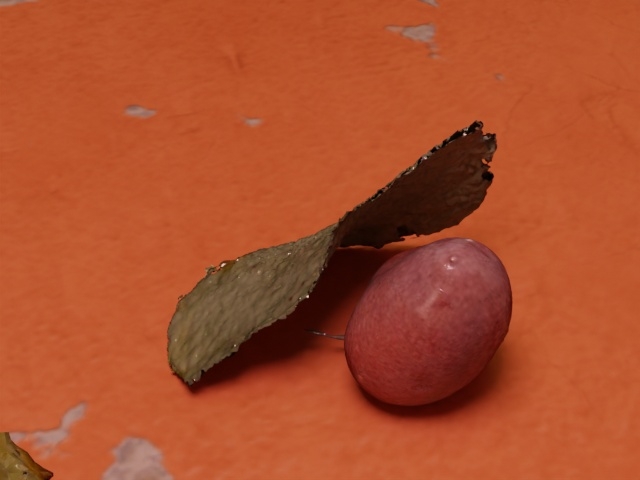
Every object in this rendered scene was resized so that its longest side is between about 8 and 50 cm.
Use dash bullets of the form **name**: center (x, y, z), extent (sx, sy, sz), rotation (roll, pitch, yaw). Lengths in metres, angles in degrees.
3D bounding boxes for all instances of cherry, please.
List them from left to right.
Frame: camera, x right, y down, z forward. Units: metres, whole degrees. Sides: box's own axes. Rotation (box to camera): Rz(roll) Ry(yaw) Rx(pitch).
- **cherry**: center (0.065, 0.050, 0.837), extent (0.106, 0.087, 0.126), rotation (-50, 11, -13)

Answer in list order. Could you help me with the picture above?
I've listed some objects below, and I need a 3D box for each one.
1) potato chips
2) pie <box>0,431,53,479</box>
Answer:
- **potato chips**: center (0.003, 0.008, 0.881), extent (0.228, 0.167, 0.059), rotation (-30, 91, -23)
- **pie**: center (-0.317, 0.149, 0.728), extent (0.355, 0.103, 0.288), rotation (-2, 33, 2)
